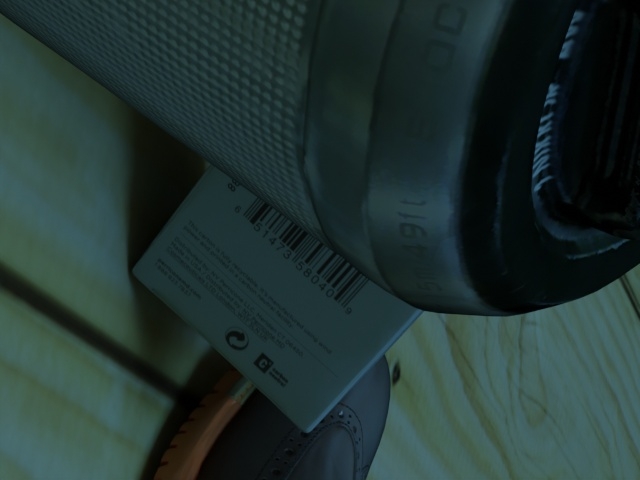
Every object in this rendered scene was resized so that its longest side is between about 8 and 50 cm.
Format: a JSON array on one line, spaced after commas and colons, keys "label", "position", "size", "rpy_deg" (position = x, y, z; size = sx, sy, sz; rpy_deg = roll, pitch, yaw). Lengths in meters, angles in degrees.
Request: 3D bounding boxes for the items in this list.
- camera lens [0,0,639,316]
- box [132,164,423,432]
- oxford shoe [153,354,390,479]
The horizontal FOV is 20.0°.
[{"label": "camera lens", "position": [0.004, -0.131, 0.429], "size": [0.219, 0.274, 0.219], "rpy_deg": [-41, 153, -27]}, {"label": "box", "position": [0.000, 0.000, 0.745], "size": [0.102, 0.101, 0.087], "rpy_deg": [-49, 177, 30]}, {"label": "oxford shoe", "position": [-0.016, 0.181, 0.757], "size": [0.130, 0.132, 0.364], "rpy_deg": [74, 29, -45]}]
